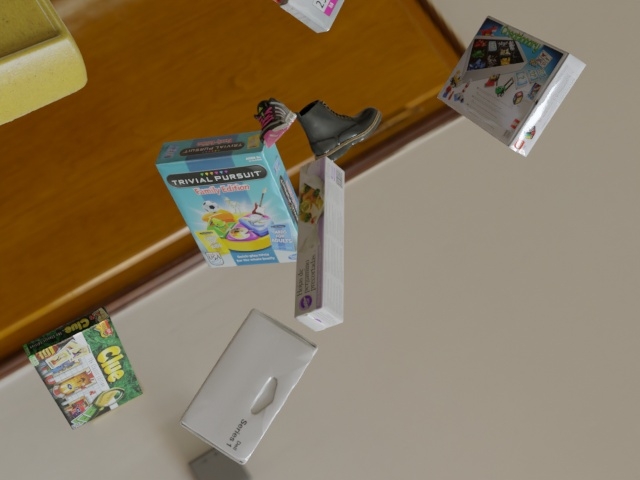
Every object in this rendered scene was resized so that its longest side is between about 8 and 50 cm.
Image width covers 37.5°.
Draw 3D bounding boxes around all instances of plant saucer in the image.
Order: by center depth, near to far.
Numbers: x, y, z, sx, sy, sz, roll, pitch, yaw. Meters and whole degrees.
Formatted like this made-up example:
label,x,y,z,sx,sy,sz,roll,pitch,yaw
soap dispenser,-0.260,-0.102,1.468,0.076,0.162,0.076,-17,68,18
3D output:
label,x,y,z,sx,sy,sz,roll,pitch,yaw
plant saucer,-0.451,-0.285,1.081,0.081,0.333,0.332,-24,-79,42

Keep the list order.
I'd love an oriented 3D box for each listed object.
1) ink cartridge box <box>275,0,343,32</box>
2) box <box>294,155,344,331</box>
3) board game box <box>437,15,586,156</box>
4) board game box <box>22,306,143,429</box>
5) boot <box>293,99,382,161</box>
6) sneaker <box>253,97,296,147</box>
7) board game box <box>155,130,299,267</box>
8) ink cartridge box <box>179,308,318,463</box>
label,x,y,z,sx,sy,sz,roll,pitch,yaw
ink cartridge box,-0.025,-0.678,2.254,0.239,0.275,0.060,30,-9,-26
box,0.000,0.000,1.671,0.067,0.063,0.323,35,45,-42
board game box,0.350,-0.300,1.783,0.053,0.193,0.305,25,15,-28
board game box,-0.378,0.212,1.528,0.030,0.136,0.259,51,-19,31
boot,0.041,-0.276,2.091,0.077,0.198,0.137,3,-51,52
sneaker,-0.099,-0.236,1.841,0.075,0.063,0.170,43,24,-9
board game box,-0.187,-0.084,2.121,0.079,0.254,0.336,-78,155,-43
ink cartridge box,-0.110,0.221,1.468,0.117,0.201,0.278,33,-8,1
